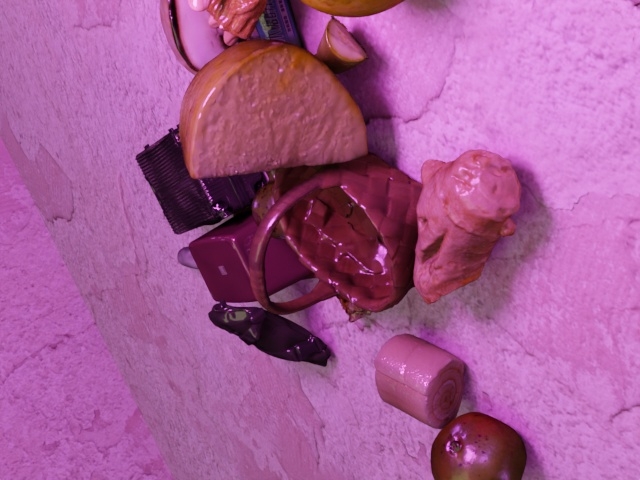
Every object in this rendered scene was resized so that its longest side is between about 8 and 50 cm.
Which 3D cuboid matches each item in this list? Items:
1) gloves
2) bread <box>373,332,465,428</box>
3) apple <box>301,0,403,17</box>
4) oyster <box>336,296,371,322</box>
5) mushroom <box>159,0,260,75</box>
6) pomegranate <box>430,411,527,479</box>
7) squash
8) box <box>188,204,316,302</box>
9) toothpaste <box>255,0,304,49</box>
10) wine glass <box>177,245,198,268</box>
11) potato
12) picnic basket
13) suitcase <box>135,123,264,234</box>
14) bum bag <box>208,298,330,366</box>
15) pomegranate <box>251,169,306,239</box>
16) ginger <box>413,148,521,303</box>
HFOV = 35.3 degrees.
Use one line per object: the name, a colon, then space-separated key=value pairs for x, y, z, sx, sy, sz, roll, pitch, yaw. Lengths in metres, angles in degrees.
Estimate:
gloves: x=-0.129 y=-0.488 z=1.647 sx=0.155 sy=0.203 sz=0.356 roll=23 pitch=122 yaw=16
bread: x=0.192 y=0.264 z=1.907 sx=0.141 sy=0.134 sz=0.148 roll=25 pitch=144 yaw=41
apple: x=0.039 y=-0.436 z=1.414 sx=0.246 sy=0.226 sz=0.246 roll=36 pitch=141 yaw=36
oyster: x=0.070 y=0.116 z=2.055 sx=0.177 sy=0.056 sz=0.105 roll=26 pitch=129 yaw=53
mushroom: x=-0.213 y=-0.425 z=1.868 sx=0.164 sy=0.189 sz=0.267 roll=27 pitch=141 yaw=64
pomegranate: x=0.303 y=0.417 z=1.861 sx=0.180 sy=0.180 sz=0.210 roll=20 pitch=160 yaw=50
squash: x=0.030 y=-0.321 z=1.692 sx=0.090 sy=0.075 sz=0.200 roll=29 pitch=175 yaw=-10
box: x=-0.152 y=0.031 z=2.211 sx=0.294 sy=0.167 sz=0.193 roll=-9 pitch=107 yaw=60
toothpaste: x=-0.072 y=-0.372 z=1.813 sx=0.098 sy=0.061 sz=0.392 roll=-13 pitch=111 yaw=17
wine glass: x=-0.294 y=0.042 z=2.553 sx=0.262 sy=0.074 sz=0.074 roll=0 pitch=116 yaw=59
potato: x=-0.109 y=-0.253 z=1.691 sx=0.280 sy=0.330 sz=0.213 roll=38 pitch=130 yaw=53
picnic basket: x=0.000 y=0.000 z=1.784 sx=0.337 sy=0.337 sz=0.293 roll=37 pitch=144 yaw=36
suitcase: x=-0.262 y=-0.150 z=2.243 sx=0.335 sy=0.152 sz=0.230 roll=-16 pitch=101 yaw=63
bum bag: x=-0.101 y=0.215 z=2.233 sx=0.326 sy=0.080 sz=0.142 roll=28 pitch=152 yaw=-33
pomegranate: x=-0.073 y=-0.083 z=2.007 sx=0.148 sy=0.148 sz=0.169 roll=10 pitch=127 yaw=55
ginger: x=0.220 y=-0.016 z=1.614 sx=0.190 sy=0.126 sz=0.354 roll=39 pitch=144 yaw=25
